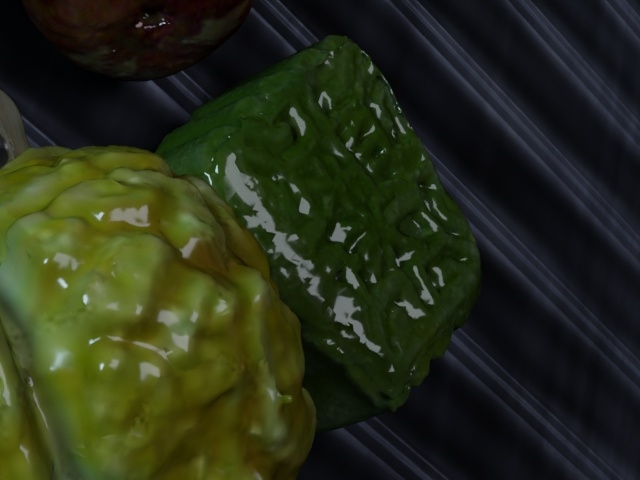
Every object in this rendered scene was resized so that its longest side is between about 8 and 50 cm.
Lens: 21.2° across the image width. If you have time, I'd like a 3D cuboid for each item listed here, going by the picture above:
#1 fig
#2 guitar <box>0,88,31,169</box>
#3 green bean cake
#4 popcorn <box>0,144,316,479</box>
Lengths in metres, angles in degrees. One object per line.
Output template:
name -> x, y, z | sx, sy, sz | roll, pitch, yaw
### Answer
fig -> -0.124, -0.223, 1.153 | 0.160, 0.143, 0.231 | 4, 69, -16
guitar -> -0.230, -0.107, 1.059 | 0.084, 0.038, 0.271 | -24, 95, -52
green bean cake -> 0.000, 0.000, 1.214 | 0.248, 0.125, 0.222 | 59, 39, -13
popcorn -> -0.132, 0.090, 0.929 | 0.282, 0.247, 0.282 | -2, 92, -43
